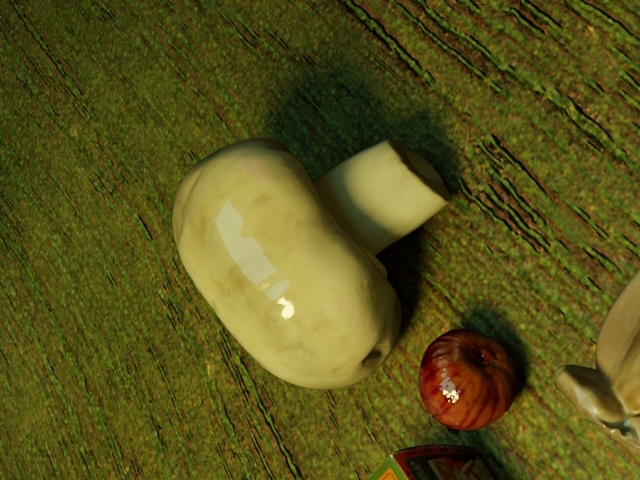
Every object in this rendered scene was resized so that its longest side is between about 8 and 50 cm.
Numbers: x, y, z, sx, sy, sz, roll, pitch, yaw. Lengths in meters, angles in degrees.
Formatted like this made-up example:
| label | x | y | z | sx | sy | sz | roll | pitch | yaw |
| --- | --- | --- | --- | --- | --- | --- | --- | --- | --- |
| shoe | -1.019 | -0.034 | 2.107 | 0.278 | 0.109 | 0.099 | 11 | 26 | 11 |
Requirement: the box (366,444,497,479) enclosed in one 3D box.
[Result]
| label | x | y | z | sx | sy | sz | roll | pitch | yaw |
| --- | --- | --- | --- | --- | --- | --- | --- | --- | --- |
| box | 0.149 | 0.366 | 1.342 | 0.148 | 0.177 | 0.195 | -52 | 52 | 26 |

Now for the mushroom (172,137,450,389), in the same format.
| label | x | y | z | sx | sy | sz | roll | pitch | yaw |
| --- | --- | --- | --- | --- | --- | --- | --- | --- | --- |
| mushroom | -0.031 | 0.012 | 1.468 | 0.353 | 0.325 | 0.353 | -19 | 65 | 46 |

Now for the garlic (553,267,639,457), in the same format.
| label | x | y | z | sx | sy | sz | roll | pitch | yaw |
| --- | --- | --- | --- | --- | --- | --- | --- | --- | --- |
| garlic | 0.403 | 0.106 | 1.144 | 0.325 | 0.132 | 0.279 | -47 | 44 | 20 |

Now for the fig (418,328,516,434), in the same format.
| label | x | y | z | sx | sy | sz | roll | pitch | yaw |
| --- | --- | --- | --- | --- | --- | --- | --- | --- | --- |
| fig | 0.178 | 0.173 | 1.396 | 0.150 | 0.128 | 0.128 | 124 | 146 | -78 |
